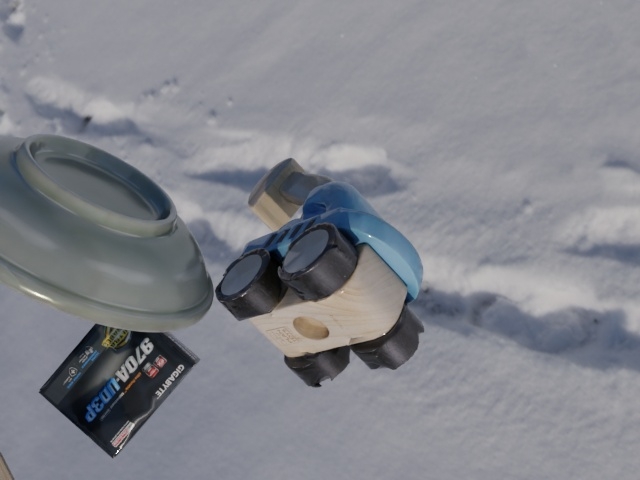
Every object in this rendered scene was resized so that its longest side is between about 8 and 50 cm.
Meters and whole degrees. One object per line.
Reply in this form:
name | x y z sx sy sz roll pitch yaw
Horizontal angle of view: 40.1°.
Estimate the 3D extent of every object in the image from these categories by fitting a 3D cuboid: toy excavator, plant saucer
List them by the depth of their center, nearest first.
plant saucer | -0.298 -0.040 1.120 0.101 0.400 0.400 -58 42 16
toy excavator | 0.000 0.000 1.447 0.432 0.222 0.445 -19 35 42

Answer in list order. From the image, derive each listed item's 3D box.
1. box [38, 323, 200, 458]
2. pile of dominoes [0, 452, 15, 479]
box | -0.340 0.229 1.489 0.175 0.051 0.220 42 95 1
pile of dominoes | -0.428 0.345 1.030 0.195 0.040 0.251 -27 89 2
